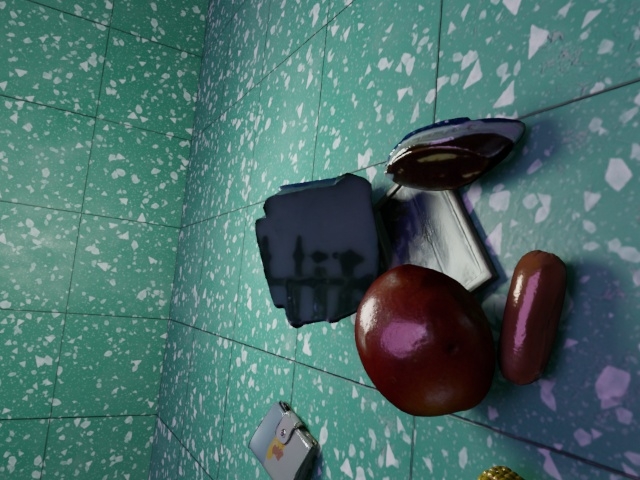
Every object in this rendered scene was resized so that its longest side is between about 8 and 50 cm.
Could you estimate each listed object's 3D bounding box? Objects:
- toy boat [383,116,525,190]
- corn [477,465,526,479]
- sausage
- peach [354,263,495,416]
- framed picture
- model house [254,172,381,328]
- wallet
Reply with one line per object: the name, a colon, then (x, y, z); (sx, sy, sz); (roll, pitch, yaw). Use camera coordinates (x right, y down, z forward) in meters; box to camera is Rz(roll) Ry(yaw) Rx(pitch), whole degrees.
toy boat: (0.227, -0.162, 0.864); (0.261, 0.114, 0.115); (-1, 43, 49)
corn: (0.289, 0.394, 0.610); (0.244, 0.093, 0.094); (40, 117, 53)
sausage: (0.298, 0.110, 0.695); (0.077, 0.077, 0.194); (15, 96, 61)
peach: (0.160, 0.152, 0.771); (0.243, 0.199, 0.244); (50, 153, 37)
framed picture: (0.197, 0.001, 0.952); (0.232, 0.024, 0.315); (-50, 42, 40)
model house: (0.000, 0.000, 1.147); (0.329, 0.251, 0.295); (-97, -5, -80)
wallet: (-0.092, 0.532, 1.266); (0.231, 0.069, 0.170); (25, 86, 56)
